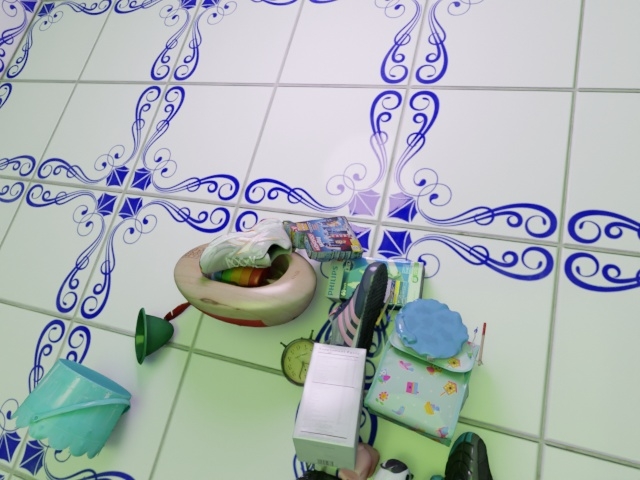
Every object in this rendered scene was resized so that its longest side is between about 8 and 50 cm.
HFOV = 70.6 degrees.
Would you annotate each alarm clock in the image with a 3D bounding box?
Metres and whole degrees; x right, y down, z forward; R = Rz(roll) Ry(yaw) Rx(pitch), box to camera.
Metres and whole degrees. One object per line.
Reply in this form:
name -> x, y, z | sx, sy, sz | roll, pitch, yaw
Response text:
alarm clock -> -0.036, 0.358, 1.259 | 0.130, 0.064, 0.191 | -23, 68, 13

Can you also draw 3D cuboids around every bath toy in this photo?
bath toy -> 0.116, 0.545, 1.110 | 0.349, 0.151, 0.129 | 19, 39, 26

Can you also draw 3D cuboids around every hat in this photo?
hat -> -0.481, 0.293, 1.447 | 0.208, 0.184, 0.172 | -58, 41, 39

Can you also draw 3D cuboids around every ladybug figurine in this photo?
ladybug figurine -> -0.223, 0.130, 1.321 | 0.450, 0.161, 0.305 | 13, 38, 23

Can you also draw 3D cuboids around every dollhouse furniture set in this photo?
dollhouse furniture set -> -0.101, -0.016, 1.375 | 0.076, 0.151, 0.058 | 11, 103, -2

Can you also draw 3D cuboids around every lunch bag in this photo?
lunch bag -> 0.258, 0.337, 1.127 | 0.224, 0.160, 0.262 | 17, 66, 23

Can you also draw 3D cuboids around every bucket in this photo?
bucket -> -0.706, 0.481, 1.314 | 0.281, 0.281, 0.183 | 21, 69, 23

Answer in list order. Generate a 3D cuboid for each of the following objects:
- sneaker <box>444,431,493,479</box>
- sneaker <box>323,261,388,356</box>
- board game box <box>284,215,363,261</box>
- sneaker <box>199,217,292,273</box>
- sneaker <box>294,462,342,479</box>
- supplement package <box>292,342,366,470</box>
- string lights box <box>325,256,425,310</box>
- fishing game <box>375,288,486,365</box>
sneaker -> 0.369, 0.619, 1.024 | 0.140, 0.125, 0.340 | 8, 67, -9
sneaker -> 0.082, 0.189, 1.202 | 0.131, 0.112, 0.318 | 25, 110, 32
board game box -> 0.000, 0.000, 1.296 | 0.194, 0.060, 0.194 | -1, 33, -14
sneaker -> -0.198, 0.035, 1.235 | 0.263, 0.099, 0.121 | -27, 58, -17
sneaker -> -0.042, 0.692, 1.119 | 0.153, 0.101, 0.268 | 25, 73, 25
supplement package -> 0.031, 0.389, 1.078 | 0.139, 0.133, 0.244 | 5, 44, 10
string lights box -> 0.156, 0.121, 1.283 | 0.260, 0.077, 0.133 | 5, 73, 19
fishing game -> 0.275, 0.222, 1.125 | 0.264, 0.041, 0.189 | 17, 42, 12
